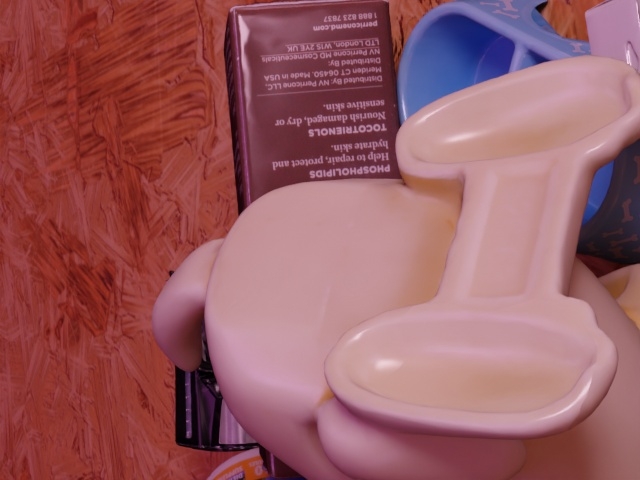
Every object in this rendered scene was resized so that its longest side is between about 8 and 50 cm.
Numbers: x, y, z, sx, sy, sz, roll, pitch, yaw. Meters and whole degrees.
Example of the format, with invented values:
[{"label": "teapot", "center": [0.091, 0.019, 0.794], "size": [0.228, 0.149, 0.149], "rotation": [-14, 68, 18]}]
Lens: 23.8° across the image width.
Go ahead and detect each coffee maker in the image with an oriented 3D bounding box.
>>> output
[{"label": "coffee maker", "center": [-0.091, 0.118, 1.531], "size": [0.171, 0.120, 0.178], "rotation": [180, 89, -79]}]

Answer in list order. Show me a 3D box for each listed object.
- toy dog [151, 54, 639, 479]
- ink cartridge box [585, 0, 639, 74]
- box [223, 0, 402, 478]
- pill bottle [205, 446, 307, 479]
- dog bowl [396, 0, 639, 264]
[{"label": "toy dog", "center": [0.110, 0.147, 1.019], "size": [0.395, 0.408, 0.284], "rotation": [-14, 41, 21]}, {"label": "ink cartridge box", "center": [0.240, -0.115, 1.007], "size": [0.052, 0.122, 0.088], "rotation": [-18, 77, 54]}, {"label": "box", "center": [0.000, 0.000, 1.293], "size": [0.191, 0.143, 0.381], "rotation": [153, 114, -85]}, {"label": "pill bottle", "center": [-0.028, 0.321, 1.326], "size": [0.272, 0.152, 0.152], "rotation": [-102, 28, -55]}, {"label": "dog bowl", "center": [0.162, -0.092, 1.165], "size": [0.297, 0.074, 0.166], "rotation": [39, 124, 48]}]
